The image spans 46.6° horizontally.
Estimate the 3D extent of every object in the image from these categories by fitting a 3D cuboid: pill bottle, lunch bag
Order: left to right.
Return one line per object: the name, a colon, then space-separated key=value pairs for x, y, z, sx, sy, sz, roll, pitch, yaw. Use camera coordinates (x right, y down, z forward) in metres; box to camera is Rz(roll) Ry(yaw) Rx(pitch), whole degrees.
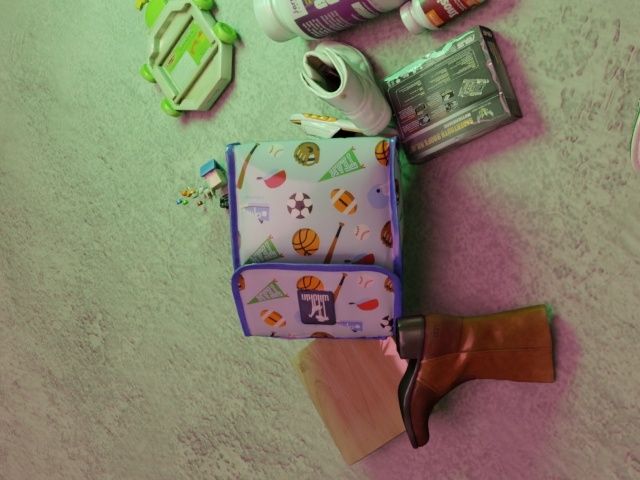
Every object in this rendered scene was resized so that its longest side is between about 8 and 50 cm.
lunch bag: x=0.000 y=0.000 z=1.416 sx=0.327 sy=0.239 sz=0.386 roll=0 pitch=97 yaw=9
pill bottle: x=0.015 y=-0.505 z=1.499 sx=0.301 sy=0.169 sz=0.169 roll=-12 pitch=87 yaw=36
pill bottle: x=0.229 y=-0.451 z=1.396 sx=0.152 sy=0.086 sz=0.086 roll=-26 pitch=78 yaw=36

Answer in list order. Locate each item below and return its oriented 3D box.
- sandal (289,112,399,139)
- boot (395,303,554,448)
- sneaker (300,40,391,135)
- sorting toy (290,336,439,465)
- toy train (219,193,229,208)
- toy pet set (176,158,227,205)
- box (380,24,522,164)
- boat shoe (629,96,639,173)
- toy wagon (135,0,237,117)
sandal: x=0.042 y=-0.215 z=1.544 sx=0.265 sy=0.102 sz=0.076 roll=14 pitch=99 yaw=33
boot: x=0.282 y=0.251 z=1.366 sx=0.280 sy=0.096 sz=0.264 roll=-3 pitch=95 yaw=-1
sneaker: x=0.025 y=-0.342 z=1.460 sx=0.108 sy=0.169 sz=0.292 roll=-44 pitch=45 yaw=15
sorting toy: x=0.101 y=0.289 z=1.548 sx=0.255 sy=0.089 sz=0.257 roll=-42 pitch=69 yaw=31
toy train: x=-0.182 y=-0.110 z=1.766 sx=0.158 sy=0.027 sz=0.036 roll=-16 pitch=73 yaw=37
toy pet set: x=-0.290 y=-0.141 z=1.789 sx=0.114 sy=0.122 sz=0.065 roll=-32 pitch=81 yaw=14
box: x=0.244 y=-0.271 z=1.417 sx=0.231 sy=0.056 sz=0.183 roll=-24 pitch=80 yaw=36
boat shoe: x=0.563 y=-0.250 z=1.162 sx=0.109 sy=0.091 sz=0.305 roll=16 pitch=109 yaw=-3
toy wagon: x=-0.344 y=-0.485 z=1.831 sx=0.267 sy=0.068 sz=0.344 roll=-45 pitch=67 yaw=30
